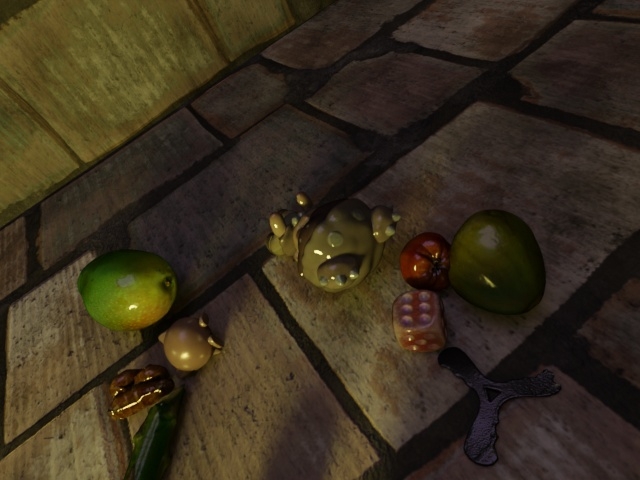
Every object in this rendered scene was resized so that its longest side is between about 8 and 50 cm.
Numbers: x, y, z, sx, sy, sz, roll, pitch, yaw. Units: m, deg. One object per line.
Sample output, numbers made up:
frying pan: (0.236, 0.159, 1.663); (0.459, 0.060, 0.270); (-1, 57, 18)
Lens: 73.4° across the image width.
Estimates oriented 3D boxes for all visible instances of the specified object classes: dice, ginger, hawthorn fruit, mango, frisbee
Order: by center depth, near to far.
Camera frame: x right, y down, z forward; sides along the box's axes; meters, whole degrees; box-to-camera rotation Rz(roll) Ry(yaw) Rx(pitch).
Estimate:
frisbee: (0.309, 0.264, 0.729); (0.187, 0.012, 0.211); (-15, 44, 15)
dice: (0.193, 0.156, 0.833); (0.094, 0.091, 0.093); (-10, 46, 19)
hawthorn fruit: (0.229, 0.046, 0.909); (0.125, 0.140, 0.125); (-3, 82, 19)
ginger: (-0.418, 0.344, 1.008); (0.162, 0.073, 0.103); (-23, 56, -2)
mango: (-0.548, 0.129, 1.185); (0.381, 0.201, 0.226); (5, 63, 35)

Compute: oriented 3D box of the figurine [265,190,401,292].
figurine: (-0.001, 0.000, 1.028); (0.248, 0.203, 0.380); (-44, 32, -25)

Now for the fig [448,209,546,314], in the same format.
fig: (0.330, 0.046, 0.802); (0.180, 0.181, 0.191); (-33, 60, -3)

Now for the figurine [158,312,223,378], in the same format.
figurine: (-0.307, 0.243, 1.012); (0.138, 0.125, 0.125); (-36, 41, 12)

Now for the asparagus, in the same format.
asparagus: (-0.347, 0.445, 0.866); (0.082, 0.085, 0.343); (-29, 39, 37)
